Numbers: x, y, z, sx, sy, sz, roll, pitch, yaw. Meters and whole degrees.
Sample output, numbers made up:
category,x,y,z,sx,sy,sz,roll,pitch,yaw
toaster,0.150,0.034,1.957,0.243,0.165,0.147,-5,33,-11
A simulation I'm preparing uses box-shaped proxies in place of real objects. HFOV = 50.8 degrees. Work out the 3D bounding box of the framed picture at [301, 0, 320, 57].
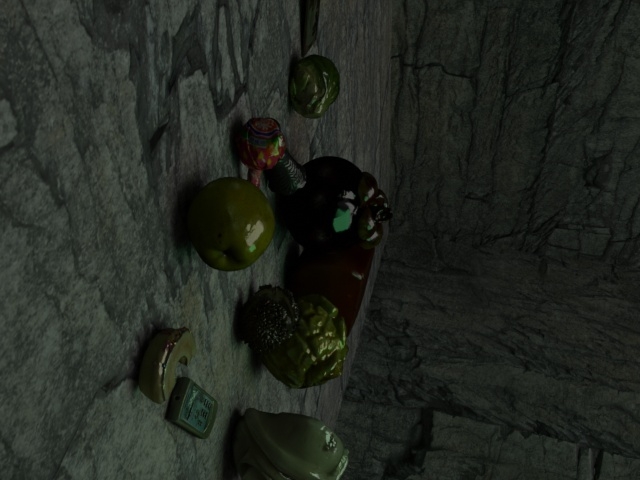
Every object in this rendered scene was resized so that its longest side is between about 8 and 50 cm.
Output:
category,x,y,z,sx,sy,sz,roll,pitch,yaw
framed picture,-0.025,-0.664,2.003,0.136,0.010,0.200,-67,168,-48

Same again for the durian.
category,x,y,z,sx,sy,sz,roll,pitch,yaw
durian,-0.143,0.220,1.834,0.196,0.167,0.196,-39,146,-33

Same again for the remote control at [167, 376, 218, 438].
category,x,y,z,sx,sy,sz,roll,pitch,yaw
remote control,-0.288,0.387,1.539,0.233,0.038,0.098,71,29,-62

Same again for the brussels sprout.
category,x,y,z,sx,sy,sz,roll,pitch,yaw
brussels sprout,-0.014,-0.451,1.973,0.145,0.132,0.183,-38,131,-64

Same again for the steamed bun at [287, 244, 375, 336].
category,x,y,z,sx,sy,sz,roll,pitch,yaw
steamed bun,0.021,0.148,2.259,0.235,0.249,0.379,-65,169,-46

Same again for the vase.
category,x,y,z,sx,sy,sz,roll,pitch,yaw
vase,-0.113,-0.224,1.774,0.237,0.116,0.115,68,32,-62

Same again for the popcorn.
category,x,y,z,sx,sy,sz,roll,pitch,yaw
popcorn,-0.056,0.308,2.011,0.247,0.282,0.282,57,27,-14

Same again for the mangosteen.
category,x,y,z,sx,sy,sz,roll,pitch,yaw
mangosteen,0.056,-0.099,2.021,0.307,0.347,0.306,11,90,-73

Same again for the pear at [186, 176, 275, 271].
category,x,y,z,sx,sy,sz,roll,pitch,yaw
pear,-0.188,-0.035,1.390,0.198,0.198,0.198,8,90,-77

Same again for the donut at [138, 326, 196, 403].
category,x,y,z,sx,sy,sz,roll,pitch,yaw
donut,-0.301,0.225,1.313,0.166,0.065,0.108,-60,155,-57

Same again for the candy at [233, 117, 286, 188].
category,x,y,z,sx,sy,sz,roll,pitch,yaw
candy,-0.163,-0.126,1.656,0.124,0.124,0.365,-60,164,-58

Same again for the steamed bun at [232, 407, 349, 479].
category,x,y,z,sx,sy,sz,roll,pitch,yaw
steamed bun,-0.098,0.627,1.902,0.309,0.325,0.219,67,37,-51
